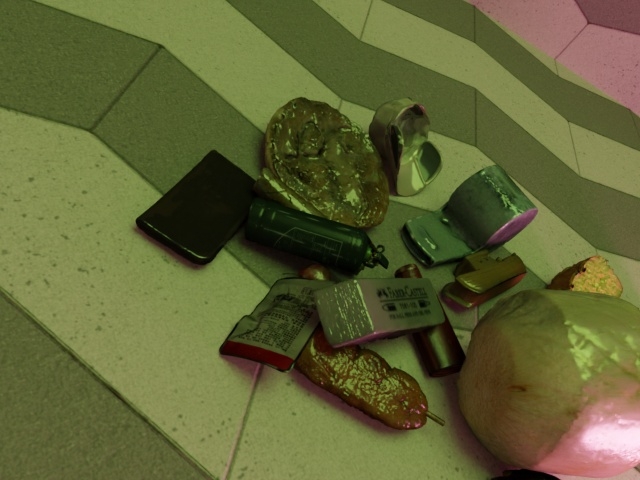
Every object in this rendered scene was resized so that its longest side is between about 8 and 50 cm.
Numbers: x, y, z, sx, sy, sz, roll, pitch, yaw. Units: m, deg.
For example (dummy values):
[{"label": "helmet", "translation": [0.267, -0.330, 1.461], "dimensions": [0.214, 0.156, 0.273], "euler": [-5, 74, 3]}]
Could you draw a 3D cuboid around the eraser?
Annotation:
[{"label": "eraser", "translation": [0.130, 0.137, 1.174], "dimensions": [0.352, 0.077, 0.111], "euler": [4, 64, -53]}]

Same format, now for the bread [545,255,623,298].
[{"label": "bread", "translation": [0.710, 0.156, 1.628], "dimensions": [0.160, 0.147, 0.260], "euler": [49, 49, -2]}]

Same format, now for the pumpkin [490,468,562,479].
[{"label": "pumpkin", "translation": [0.415, 0.497, 1.126], "dimensions": [0.254, 0.149, 0.130], "euler": [-21, 77, -43]}]

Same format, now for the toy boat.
[{"label": "toy boat", "translation": [0.426, 0.087, 1.527], "dimensions": [0.321, 0.089, 0.121], "euler": [-16, 50, -43]}]

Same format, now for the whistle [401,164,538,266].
[{"label": "whistle", "translation": [0.400, -0.049, 1.591], "dimensions": [0.404, 0.188, 0.168], "euler": [-29, 67, -11]}]

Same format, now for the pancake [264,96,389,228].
[{"label": "pancake", "translation": [0.022, -0.186, 1.480], "dimensions": [0.387, 0.082, 0.387], "euler": [17, 53, -24]}]

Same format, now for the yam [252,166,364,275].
[{"label": "yam", "translation": [-0.022, -0.039, 1.317], "dimensions": [0.317, 0.067, 0.071], "euler": [40, -1, -9]}]

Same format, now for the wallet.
[{"label": "wallet", "translation": [-0.235, -0.073, 1.233], "dimensions": [0.165, 0.042, 0.309], "euler": [36, 39, -5]}]

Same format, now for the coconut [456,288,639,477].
[{"label": "coconut", "translation": [0.500, 0.290, 1.205], "dimensions": [0.415, 0.415, 0.345], "euler": [17, 25, -23]}]

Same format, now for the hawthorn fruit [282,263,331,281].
[{"label": "hawthorn fruit", "translation": [-0.027, 0.075, 1.243], "dimensions": [0.103, 0.067, 0.067], "euler": [19, 44, -2]}]

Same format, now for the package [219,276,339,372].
[{"label": "package", "translation": [-0.072, 0.146, 1.112], "dimensions": [0.154, 0.030, 0.239], "euler": [7, 35, 27]}]

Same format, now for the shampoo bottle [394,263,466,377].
[{"label": "shampoo bottle", "translation": [0.241, 0.176, 1.337], "dimensions": [0.102, 0.064, 0.260], "euler": [-2, 55, -28]}]

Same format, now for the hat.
[{"label": "hat", "translation": [0.225, -0.258, 1.647], "dimensions": [0.232, 0.161, 0.275], "euler": [7, 75, -47]}]

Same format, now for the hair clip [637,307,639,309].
[{"label": "hair clip", "translation": [0.884, 0.341, 1.627], "dimensions": [0.101, 0.085, 0.331], "euler": [9, 51, -26]}]

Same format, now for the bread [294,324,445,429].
[{"label": "bread", "translation": [0.093, 0.276, 1.135], "dimensions": [0.344, 0.084, 0.124], "euler": [32, 61, -8]}]

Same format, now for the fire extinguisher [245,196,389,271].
[{"label": "fire extinguisher", "translation": [0.000, 0.000, 1.244], "dimensions": [0.311, 0.114, 0.095], "euler": [17, 73, 2]}]
